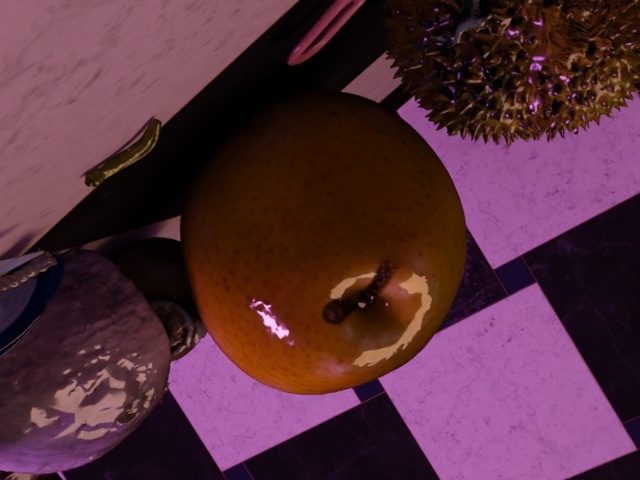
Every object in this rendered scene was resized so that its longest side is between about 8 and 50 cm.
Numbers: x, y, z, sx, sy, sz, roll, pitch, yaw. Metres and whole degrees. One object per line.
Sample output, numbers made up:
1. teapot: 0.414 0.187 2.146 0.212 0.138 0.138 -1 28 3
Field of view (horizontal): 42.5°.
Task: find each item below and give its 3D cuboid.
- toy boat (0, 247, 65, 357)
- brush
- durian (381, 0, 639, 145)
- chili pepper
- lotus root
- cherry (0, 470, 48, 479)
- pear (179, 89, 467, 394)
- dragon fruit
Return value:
1. toy boat: -0.293 0.059 0.634 0.220 0.067 0.291 -39 177 -22
2. brush: 0.045 -0.232 0.714 0.233 0.047 0.103 -38 -179 35
3. durian: 0.194 -0.229 0.853 0.291 0.291 0.225 -40 168 31
4. chili pepper: -0.166 -0.072 0.703 0.083 0.017 0.030 -39 178 -7
5. lotus root: -0.237 0.079 1.166 0.175 0.175 0.349 -40 -171 -6
6. cherry: -0.507 0.323 1.298 0.195 0.195 0.195 -40 180 0
7. pear: 0.000 0.000 1.009 0.362 0.362 0.418 -40 -152 6
8. dragon fruit: -0.318 0.174 0.950 0.283 0.204 0.221 -41 178 38
